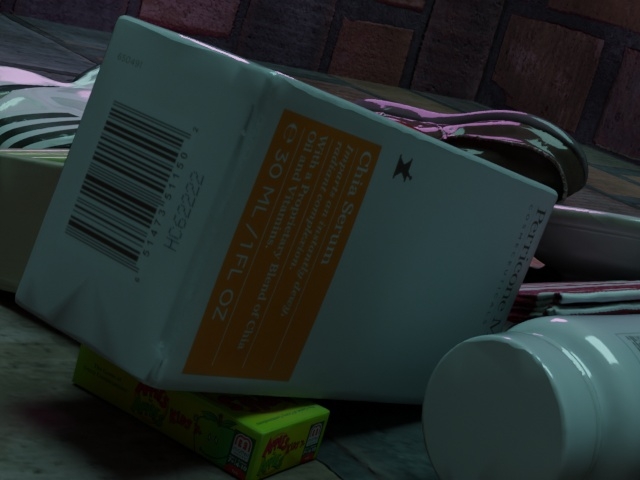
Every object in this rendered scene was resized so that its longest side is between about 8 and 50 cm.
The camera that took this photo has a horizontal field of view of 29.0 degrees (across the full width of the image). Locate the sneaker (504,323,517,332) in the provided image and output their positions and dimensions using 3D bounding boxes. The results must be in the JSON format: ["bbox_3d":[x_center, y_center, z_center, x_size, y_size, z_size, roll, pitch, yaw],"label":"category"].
[{"bbox_3d":[0.223,0.123,1.331,0.061,0.053,0.152,45,17,13],"label":"sneaker"}]

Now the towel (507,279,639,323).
[{"bbox_3d":[0.273,0.062,1.276,0.237,0.037,0.329,-3,-1,-16],"label":"towel"}]

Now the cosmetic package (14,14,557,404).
[{"bbox_3d":[0.000,0.000,1.014,0.161,0.230,0.453,25,7,34],"label":"cosmetic package"}]

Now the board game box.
[{"bbox_3d":[-0.094,0.121,0.964,0.181,0.043,0.092,24,15,29],"label":"board game box"}]

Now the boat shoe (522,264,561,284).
[{"bbox_3d":[0.283,0.064,1.642,0.056,0.048,0.153,47,33,21],"label":"boat shoe"}]

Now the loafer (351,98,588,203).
[{"bbox_3d":[0.178,-0.095,1.678,0.366,0.134,0.130,8,47,26],"label":"loafer"}]

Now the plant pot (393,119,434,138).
[{"bbox_3d":[0.122,-0.027,1.520,0.174,0.191,0.191,32,18,21],"label":"plant pot"}]

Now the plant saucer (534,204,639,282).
[{"bbox_3d":[0.420,0.035,1.565,0.400,0.100,0.400,12,1,0],"label":"plant saucer"}]

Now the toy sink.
[{"bbox_3d":[-0.195,-0.016,1.120,0.234,0.131,0.153,11,9,33],"label":"toy sink"}]

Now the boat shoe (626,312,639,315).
[{"bbox_3d":[0.452,0.161,1.322,0.302,0.113,0.103,25,9,9],"label":"boat shoe"}]

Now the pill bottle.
[{"bbox_3d":[0.223,0.139,1.005,0.283,0.160,0.160,3,19,-45],"label":"pill bottle"}]

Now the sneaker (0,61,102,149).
[{"bbox_3d":[-0.239,-0.111,1.564,0.257,0.169,0.447,35,30,31],"label":"sneaker"}]
